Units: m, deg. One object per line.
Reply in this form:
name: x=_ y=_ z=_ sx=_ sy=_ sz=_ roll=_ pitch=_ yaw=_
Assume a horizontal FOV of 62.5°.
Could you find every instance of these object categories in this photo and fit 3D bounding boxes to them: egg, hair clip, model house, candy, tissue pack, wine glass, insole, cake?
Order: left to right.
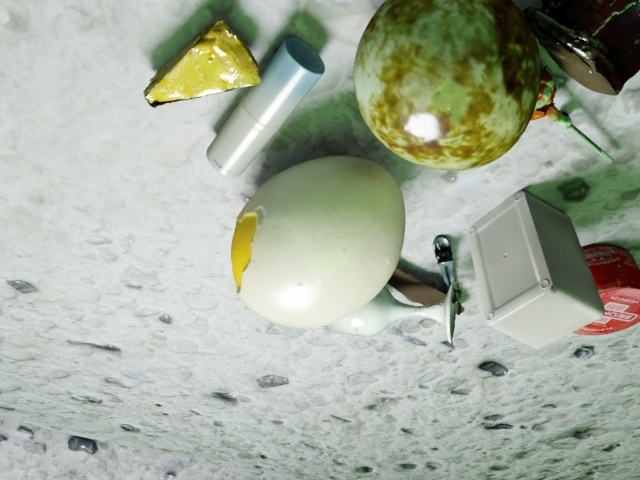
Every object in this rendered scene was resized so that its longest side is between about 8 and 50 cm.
cake: x=-0.175 y=-0.251 z=0.810 sx=0.116 sy=0.080 sz=0.185 roll=35 pitch=120 yaw=-30
egg: x=0.000 y=0.000 z=0.935 sx=0.283 sy=0.283 sz=0.345 roll=29 pitch=130 yaw=-28
wine glass: x=0.148 y=0.150 z=1.176 sx=0.321 sy=0.143 sz=0.143 roll=1 pitch=141 yaw=24
insole: x=0.209 y=0.107 z=1.231 sx=0.327 sy=0.007 sz=0.111 roll=31 pitch=151 yaw=-26
hair clip: x=0.292 y=0.076 z=1.193 sx=0.039 sy=0.070 sz=0.229 roll=-15 pitch=144 yaw=13
egg: x=0.178 y=-0.212 z=0.719 sx=0.238 sy=0.238 sz=0.289 roll=-32 pitch=139 yaw=32
tissue pack: x=0.397 y=0.053 z=1.008 sx=0.135 sy=0.246 sz=0.159 roll=24 pitch=135 yaw=-23
candy: x=0.403 y=-0.194 z=0.861 sx=0.287 sy=0.078 sz=0.084 roll=23 pitch=151 yaw=-29
model house: x=0.403 y=-0.302 z=0.718 sx=0.203 sy=0.141 sz=0.164 roll=16 pitch=118 yaw=-47

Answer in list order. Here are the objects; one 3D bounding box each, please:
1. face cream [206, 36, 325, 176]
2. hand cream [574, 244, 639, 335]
face cream: x=-0.095 y=-0.207 z=0.852 sx=0.077 sy=0.077 sz=0.250 roll=27 pitch=133 yaw=-26
hand cream: x=0.609 y=0.111 z=1.160 sx=0.193 sy=0.125 sz=0.193 roll=2 pitch=139 yaw=2
